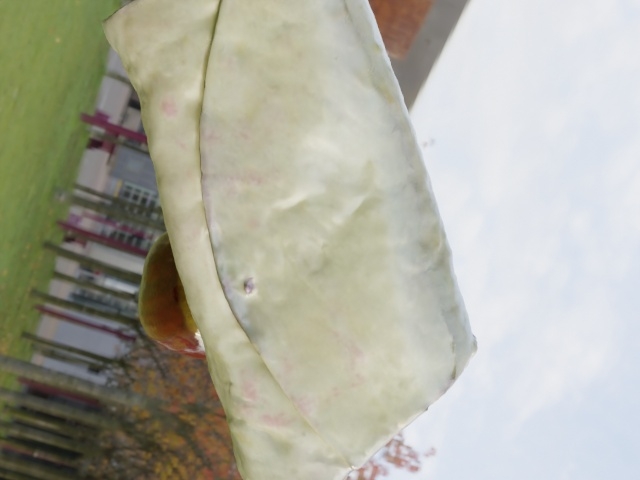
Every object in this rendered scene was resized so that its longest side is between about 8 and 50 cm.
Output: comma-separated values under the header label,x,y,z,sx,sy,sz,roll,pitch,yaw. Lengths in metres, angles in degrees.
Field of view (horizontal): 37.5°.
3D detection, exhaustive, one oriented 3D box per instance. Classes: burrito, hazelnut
label,x,y,z,sx,sy,sz,roll,pitch,yaw
burrito,-0.007,-0.004,0.497,0.105,0.143,0.299,-89,163,-77
hazelnut,-0.133,0.052,1.190,0.212,0.181,0.181,-47,162,-22
